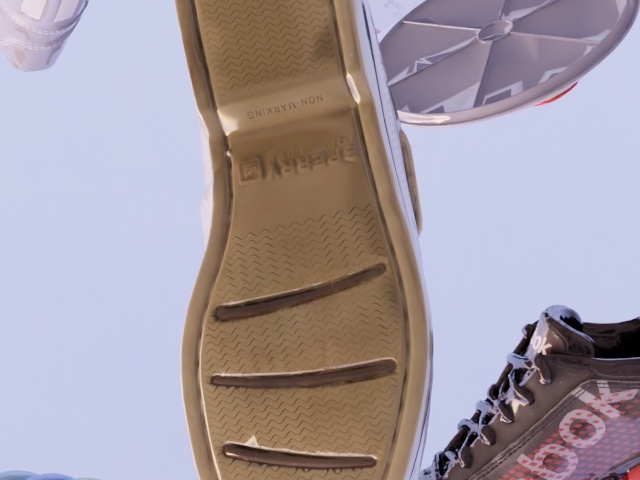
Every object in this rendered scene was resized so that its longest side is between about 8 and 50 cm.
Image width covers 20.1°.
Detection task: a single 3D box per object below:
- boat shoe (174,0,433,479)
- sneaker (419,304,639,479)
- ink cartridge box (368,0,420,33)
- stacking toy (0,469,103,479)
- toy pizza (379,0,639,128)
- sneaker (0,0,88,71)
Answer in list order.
[{"bbox_3d":[0.000,0.000,0.802,0.113,0.103,0.302,-4,-97,14],"label":"boat shoe"},{"bbox_3d":[0.124,0.114,1.044,0.276,0.135,0.097,-27,-166,6],"label":"sneaker"},{"bbox_3d":[0.051,-0.245,1.693,0.091,0.308,0.385,14,-87,13],"label":"ink cartridge box"},{"bbox_3d":[-0.149,0.215,1.227,0.330,0.141,0.141,-9,-135,35],"label":"stacking toy"},{"bbox_3d":[0.126,-0.133,1.247,0.201,0.032,0.201,-19,-148,13],"label":"toy pizza"},{"bbox_3d":[-0.153,-0.161,0.721,0.086,0.132,0.229,-12,-120,-29],"label":"sneaker"}]
